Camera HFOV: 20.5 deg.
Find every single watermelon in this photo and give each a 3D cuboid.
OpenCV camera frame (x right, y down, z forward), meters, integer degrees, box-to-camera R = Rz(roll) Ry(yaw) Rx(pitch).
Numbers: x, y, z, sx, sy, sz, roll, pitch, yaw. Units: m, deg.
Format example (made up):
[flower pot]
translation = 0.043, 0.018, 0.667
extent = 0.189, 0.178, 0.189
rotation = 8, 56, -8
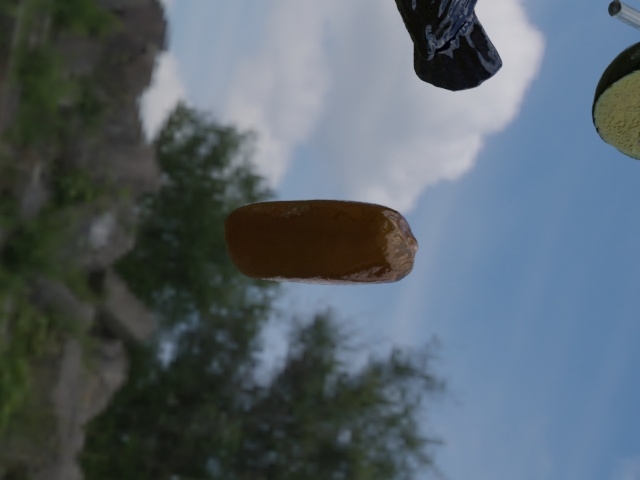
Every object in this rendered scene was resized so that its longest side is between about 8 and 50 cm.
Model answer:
[watermelon]
translation = 0.360, -0.164, 2.072
extent = 0.092, 0.075, 0.181
rotation = 43, -30, 19

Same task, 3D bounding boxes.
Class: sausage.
[sausage]
translation = 0.000, 0.000, 1.934
extent = 0.238, 0.098, 0.098
rotation = 2, -101, 33

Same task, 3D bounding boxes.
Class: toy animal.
[toy animal]
translation = 0.116, -0.290, 1.611
extent = 0.185, 0.122, 0.298
rotation = 23, 72, -61

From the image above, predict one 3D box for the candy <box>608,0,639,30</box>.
[candy]
translation = 0.381, -0.180, 1.718
extent = 0.124, 0.365, 0.124
rotation = -12, -108, 39
